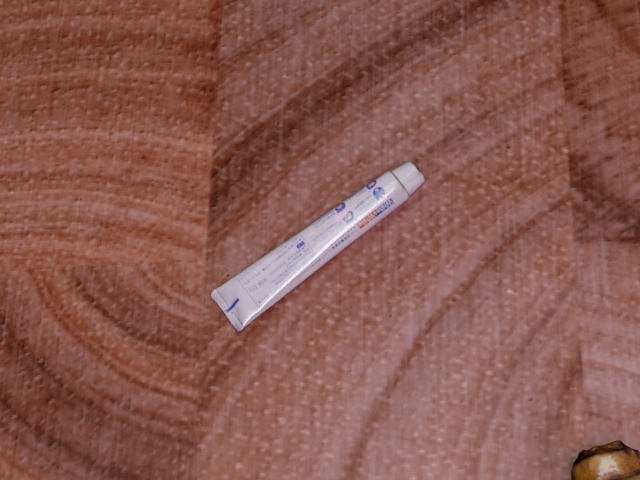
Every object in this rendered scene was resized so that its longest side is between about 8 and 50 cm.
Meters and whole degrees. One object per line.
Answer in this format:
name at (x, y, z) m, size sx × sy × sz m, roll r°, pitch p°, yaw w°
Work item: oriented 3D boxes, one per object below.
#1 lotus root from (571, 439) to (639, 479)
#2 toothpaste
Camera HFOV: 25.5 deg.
lotus root at (0.250, 0.280, 1.028) m, size 0.160 × 0.146 × 0.284 m, roll -11°, pitch 61°, yaw -7°
toothpaste at (0.000, 0.000, 1.273) m, size 0.218 × 0.033 × 0.052 m, roll -36°, pitch 60°, yaw -5°
